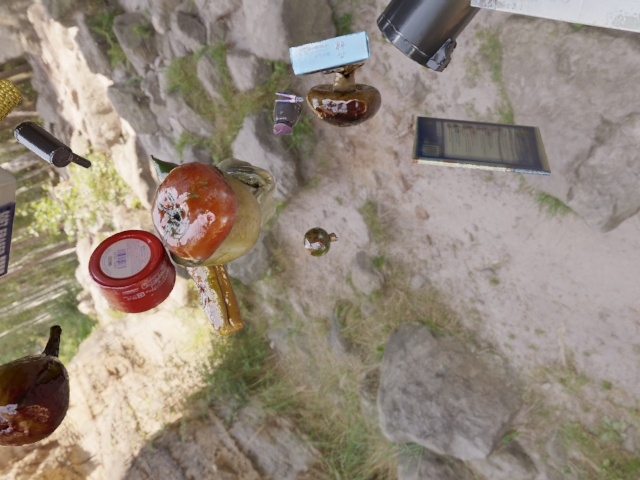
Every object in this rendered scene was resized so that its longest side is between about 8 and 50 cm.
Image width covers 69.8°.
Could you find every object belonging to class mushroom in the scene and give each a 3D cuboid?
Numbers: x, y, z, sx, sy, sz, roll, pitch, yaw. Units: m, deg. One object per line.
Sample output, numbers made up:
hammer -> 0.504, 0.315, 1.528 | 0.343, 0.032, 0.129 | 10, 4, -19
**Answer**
mushroom -> 0.090, -0.680, 2.079 | 0.334, 0.331, 0.356 | -78, -31, -60

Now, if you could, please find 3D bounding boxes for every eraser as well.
eraser -> -0.666, -0.016, 0.871 | 0.081, 0.124, 0.279 | 38, 125, 6

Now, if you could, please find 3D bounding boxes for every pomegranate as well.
pomegranate -> -0.008, 0.000, 1.808 | 0.130, 0.130, 0.130 | 49, 158, 28

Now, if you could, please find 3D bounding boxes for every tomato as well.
tomato -> -0.302, -0.065, 1.049 | 0.237, 0.095, 0.236 | 3, 96, 33

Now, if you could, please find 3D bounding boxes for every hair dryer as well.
hair dryer -> -0.921, -0.316, 1.645 | 0.197, 0.089, 0.251 | 31, 180, 18

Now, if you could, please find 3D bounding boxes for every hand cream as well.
hand cream -> -0.476, 0.077, 1.170 | 0.193, 0.193, 0.125 | 48, 154, 31

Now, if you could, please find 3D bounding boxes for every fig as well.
fig -> -0.634, 0.289, 1.003 | 0.190, 0.191, 0.290 | 90, 179, -54
fig -> -0.601, -0.266, 1.806 | 0.177, 0.117, 0.117 | 32, 170, -22

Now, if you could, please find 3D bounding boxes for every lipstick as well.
lipstick -> 0.433, -0.437, 0.813 | 0.371, 0.080, 0.076 | 45, 145, 46

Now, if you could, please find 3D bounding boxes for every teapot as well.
teapot -> -0.157, -0.510, 1.913 | 0.148, 0.146, 0.116 | -2, 156, 33

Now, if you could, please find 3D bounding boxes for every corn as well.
corn -> -1.026, -0.357, 1.363 | 0.101, 0.310, 0.101 | 32, 165, 10

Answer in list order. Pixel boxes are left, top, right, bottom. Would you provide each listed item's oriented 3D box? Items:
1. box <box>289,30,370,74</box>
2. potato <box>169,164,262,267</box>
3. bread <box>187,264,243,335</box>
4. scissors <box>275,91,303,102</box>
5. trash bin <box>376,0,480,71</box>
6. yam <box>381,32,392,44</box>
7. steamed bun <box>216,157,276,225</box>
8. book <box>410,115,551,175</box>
box -> 0.033, -0.566, 1.398 | 0.142, 0.232, 0.083 | -71, -28, -72
potato -> -0.275, -0.050, 1.290 | 0.242, 0.243, 0.285 | 156, 122, -70
bread -> -0.381, 0.141, 1.557 | 0.185, 0.109, 0.380 | -14, 96, 56
scissors -> -0.123, -0.562, 1.814 | 0.012, 0.113, 0.039 | -66, -16, -62
trash bin -> 0.314, -0.626, 1.172 | 0.252, 0.203, 0.301 | 52, 127, 15
yam -> 0.323, -0.785, 1.581 | 0.161, 0.161, 0.268 | 49, 132, 29
steamed bun -> -0.382, -0.225, 2.175 | 0.247, 0.339, 0.352 | 85, -168, -78
book -> 0.397, -0.243, 1.162 | 0.322, 0.228, 0.018 | 8, 133, 10
